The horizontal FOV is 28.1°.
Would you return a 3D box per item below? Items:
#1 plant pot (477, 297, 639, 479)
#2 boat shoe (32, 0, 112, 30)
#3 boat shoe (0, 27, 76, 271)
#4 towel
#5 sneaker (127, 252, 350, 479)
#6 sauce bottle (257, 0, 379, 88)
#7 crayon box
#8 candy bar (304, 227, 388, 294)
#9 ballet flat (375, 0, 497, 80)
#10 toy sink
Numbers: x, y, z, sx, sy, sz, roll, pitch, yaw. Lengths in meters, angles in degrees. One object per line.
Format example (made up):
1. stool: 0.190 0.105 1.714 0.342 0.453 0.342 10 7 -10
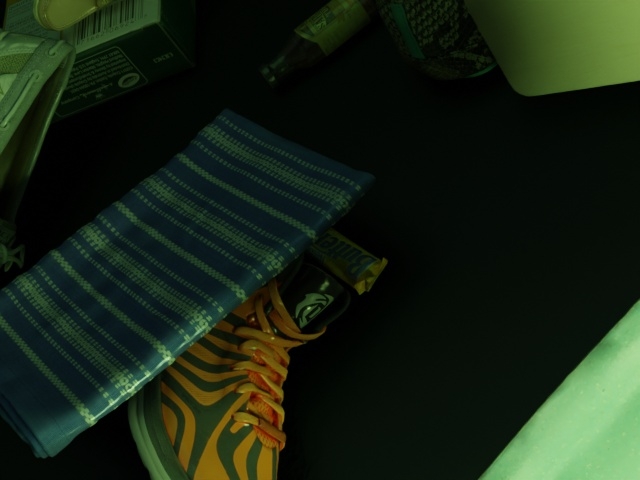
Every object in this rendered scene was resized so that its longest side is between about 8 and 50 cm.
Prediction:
1. plant pot: 0.234 0.136 0.732 0.196 0.293 0.293 43 85 16
2. boat shoe: -0.220 -0.274 1.302 0.170 0.063 0.059 -46 42 -7
3. boat shoe: -0.324 -0.055 1.261 0.103 0.118 0.320 9 77 9
4. towel: -0.143 0.019 1.051 0.336 0.040 0.243 -40 34 -15
5. sneaker: -0.054 0.099 1.008 0.180 0.124 0.321 -32 47 8
6. sauce bottle: -0.003 -0.197 1.244 0.128 0.042 0.042 -39 47 0
7. crayon box: -0.244 -0.296 1.432 0.203 0.083 0.323 -18 51 18
8. candy bar: 0.000 0.000 1.119 0.040 0.018 0.161 -48 47 -7
9. ballet flat: 0.180 -0.375 1.166 0.164 0.182 0.483 12 65 37
10. toy sink: 0.252 -0.226 1.038 0.234 0.153 0.131 -7 55 28
